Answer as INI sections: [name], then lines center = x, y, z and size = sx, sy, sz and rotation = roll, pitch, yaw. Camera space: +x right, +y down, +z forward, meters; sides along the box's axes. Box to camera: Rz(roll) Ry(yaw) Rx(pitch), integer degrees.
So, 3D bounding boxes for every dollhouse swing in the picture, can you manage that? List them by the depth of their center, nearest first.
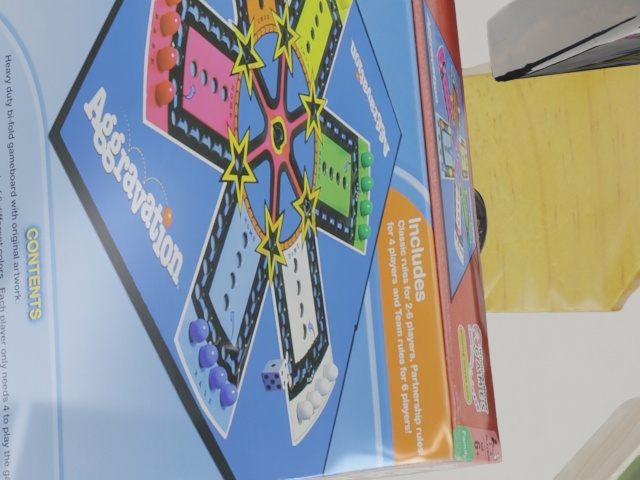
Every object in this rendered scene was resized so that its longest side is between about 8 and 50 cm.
[dollhouse swing]
center = 0.292, -0.084, 1.805
size = 0.347, 0.305, 0.315
rotation = -3, 88, 41

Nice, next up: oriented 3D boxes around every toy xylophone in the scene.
[toy xylophone]
center = 0.316, 0.296, 1.859
size = 0.081, 0.236, 0.322
rotation = 44, 92, -11

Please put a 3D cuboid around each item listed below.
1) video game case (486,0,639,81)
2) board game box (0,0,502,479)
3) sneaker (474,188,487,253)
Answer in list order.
[video game case]
center = 0.207, -0.096, 0.618
size = 0.248, 0.275, 0.035
rotation = -7, 91, -5
[board game box]
center = -0.038, -0.076, 0.431
size = 0.145, 0.027, 0.281
rotation = -11, 75, 29
[sneaker]
center = 0.000, 0.000, 1.108
size = 0.235, 0.097, 0.084
rotation = -5, 108, -33
